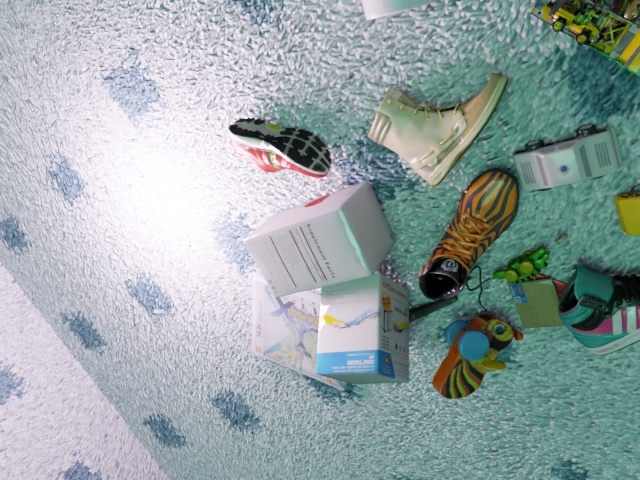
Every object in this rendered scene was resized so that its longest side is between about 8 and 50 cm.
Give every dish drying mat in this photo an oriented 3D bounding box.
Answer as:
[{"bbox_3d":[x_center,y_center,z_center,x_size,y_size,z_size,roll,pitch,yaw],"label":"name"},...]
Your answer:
[{"bbox_3d":[0.504,0.096,1.139,0.083,0.008,0.032,22,124,17],"label":"dish drying mat"}]

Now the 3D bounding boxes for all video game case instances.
[{"bbox_3d":[-0.057,0.273,1.527,0.329,0.036,0.300,17,124,19],"label":"video game case"}]

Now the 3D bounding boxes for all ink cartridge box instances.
[{"bbox_3d":[0.108,0.218,1.253,0.168,0.233,0.171,-11,154,32],"label":"ink cartridge box"}]

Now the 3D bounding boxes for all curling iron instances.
[{"bbox_3d":[0.223,0.184,1.324,0.274,0.035,0.068,-20,106,36],"label":"curling iron"}]

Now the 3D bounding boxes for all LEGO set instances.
[{"bbox_3d":[0.460,-0.369,0.732,0.255,0.331,0.192,46,129,25],"label":"LEGO set"}]

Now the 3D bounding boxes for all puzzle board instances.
[{"bbox_3d":[0.490,0.143,1.166,0.096,0.011,0.128,-12,114,37],"label":"puzzle board"}]

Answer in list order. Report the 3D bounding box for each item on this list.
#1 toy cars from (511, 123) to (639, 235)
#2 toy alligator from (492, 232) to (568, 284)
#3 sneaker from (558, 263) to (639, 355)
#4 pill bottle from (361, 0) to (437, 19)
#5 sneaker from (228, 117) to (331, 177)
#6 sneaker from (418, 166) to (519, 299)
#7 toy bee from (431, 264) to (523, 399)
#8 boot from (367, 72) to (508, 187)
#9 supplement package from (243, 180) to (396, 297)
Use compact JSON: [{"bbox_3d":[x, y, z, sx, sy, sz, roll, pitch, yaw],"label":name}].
[{"bbox_3d":[0.551,-0.099,0.954,0.393,0.087,0.176,27,126,13],"label":"toy cars"},{"bbox_3d":[0.458,0.051,1.108,0.051,0.056,0.189,49,128,-4],"label":"toy alligator"},{"bbox_3d":[0.594,0.099,1.027,0.178,0.124,0.295,36,129,-5],"label":"sneaker"},{"bbox_3d":[0.118,-0.547,0.891,0.161,0.161,0.283,-2,116,29],"label":"pill bottle"},{"bbox_3d":[-0.096,-0.210,1.256,0.279,0.107,0.118,25,144,18],"label":"sneaker"},{"bbox_3d":[0.310,0.010,1.087,0.124,0.180,0.321,28,126,12],"label":"sneaker"},{"bbox_3d":[0.383,0.237,1.192,0.162,0.195,0.298,18,116,-10],"label":"toy bee"},{"bbox_3d":[0.227,-0.260,1.040,0.203,0.095,0.262,38,132,7],"label":"boot"},{"bbox_3d":[0.000,0.000,1.252,0.293,0.177,0.175,-16,107,34],"label":"supplement package"}]
